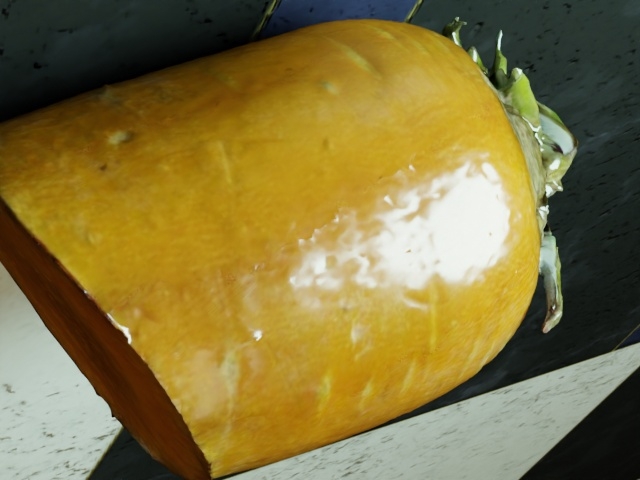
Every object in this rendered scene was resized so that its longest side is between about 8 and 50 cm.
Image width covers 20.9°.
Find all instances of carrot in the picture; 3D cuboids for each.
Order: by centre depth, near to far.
[{"bbox_3d":[0.000,0.000,0.842,0.331,0.193,0.214,-24,119,-27],"label":"carrot"}]
